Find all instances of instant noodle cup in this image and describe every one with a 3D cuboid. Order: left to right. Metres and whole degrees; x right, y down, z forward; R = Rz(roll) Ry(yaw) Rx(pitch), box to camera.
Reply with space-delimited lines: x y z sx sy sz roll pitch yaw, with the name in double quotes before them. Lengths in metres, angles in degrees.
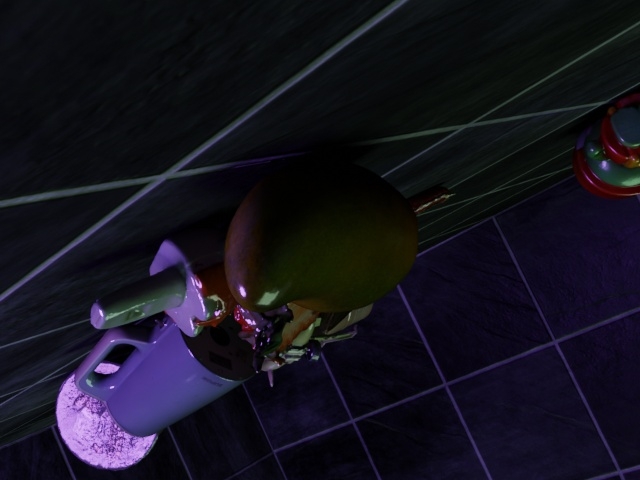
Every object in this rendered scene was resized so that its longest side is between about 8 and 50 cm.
"instant noodle cup" -0.385 0.322 1.796 0.217 0.217 0.207 -27 180 12

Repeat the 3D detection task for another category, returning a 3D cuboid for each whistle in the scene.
"whistle" -0.113 0.034 0.910 0.253 0.106 0.102 -20 131 -36

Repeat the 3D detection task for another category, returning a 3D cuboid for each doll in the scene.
"doll" 0.553 -0.157 1.634 0.182 0.160 0.363 -27 174 2

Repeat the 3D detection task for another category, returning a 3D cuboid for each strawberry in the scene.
"strawberry" -0.045 0.072 1.354 0.286 0.106 0.188 -40 159 -46

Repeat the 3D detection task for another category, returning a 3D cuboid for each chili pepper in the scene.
"chili pepper" 0.148 -0.054 1.515 0.178 0.027 0.045 -25 170 -4

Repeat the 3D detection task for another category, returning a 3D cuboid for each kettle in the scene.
"kettle" -0.249 0.197 1.398 0.210 0.160 0.243 29 125 -34

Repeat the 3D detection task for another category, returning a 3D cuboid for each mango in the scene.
"mango" 0.003 -0.005 0.836 0.146 0.129 0.289 -63 158 6

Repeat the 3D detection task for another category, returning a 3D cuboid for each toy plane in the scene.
"toy plane" -0.059 0.175 1.538 0.229 0.092 0.244 5 145 -25

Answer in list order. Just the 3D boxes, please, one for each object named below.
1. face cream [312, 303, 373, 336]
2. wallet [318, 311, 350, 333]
"face cream" 0.011 0.093 1.639 0.104 0.149 0.149 -22 173 -34
"wallet" 0.057 0.041 1.344 0.122 0.031 0.232 -43 159 -37
